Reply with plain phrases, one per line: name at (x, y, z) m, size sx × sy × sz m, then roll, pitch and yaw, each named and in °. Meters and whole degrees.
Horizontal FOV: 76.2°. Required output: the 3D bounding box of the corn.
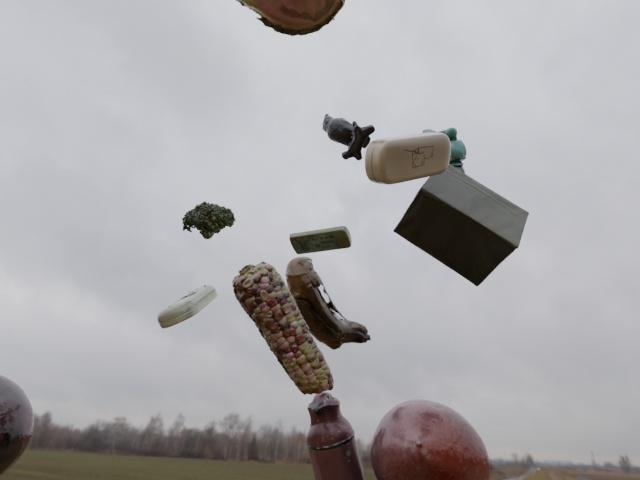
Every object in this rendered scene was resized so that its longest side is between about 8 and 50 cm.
corn at (-0.069, 0.168, 0.758) m, size 0.092 × 0.280 × 0.092 m, roll -29°, pitch 3°, yaw 2°

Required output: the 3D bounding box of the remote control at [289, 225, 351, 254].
remote control at (0.000, 0.000, 1.553) m, size 0.233 × 0.038 × 0.098 m, roll -7°, pitch -50°, yaw 20°

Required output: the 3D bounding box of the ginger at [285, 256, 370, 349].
ginger at (0.001, 0.187, 1.090) m, size 0.107 × 0.133 × 0.309 m, roll -13°, pitch -64°, yaw 48°

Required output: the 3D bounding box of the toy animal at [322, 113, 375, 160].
toy animal at (0.091, -0.359, 1.336) m, size 0.117 × 0.210 × 0.121 m, roll -5°, pitch -50°, yaw -32°

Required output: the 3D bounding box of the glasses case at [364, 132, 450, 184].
glasses case at (0.167, -0.155, 0.763) m, size 0.196 × 0.083 × 0.050 m, roll -17°, pitch 21°, yaw -33°

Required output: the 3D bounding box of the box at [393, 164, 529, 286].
box at (0.319, -0.044, 0.938) m, size 0.231 × 0.155 × 0.149 m, roll 34°, pitch -43°, yaw 8°

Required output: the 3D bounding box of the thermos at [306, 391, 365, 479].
thermos at (0.047, 0.502, 0.915) m, size 0.136 × 0.330 × 0.109 m, roll -9°, pitch -6°, yaw -43°

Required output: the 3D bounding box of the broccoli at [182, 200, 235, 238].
broccoli at (-0.252, -0.044, 0.929) m, size 0.095 × 0.097 × 0.092 m, roll 31°, pitch -40°, yaw 7°

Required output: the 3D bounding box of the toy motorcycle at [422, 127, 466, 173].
toy motorcycle at (0.452, -0.330, 1.521) m, size 0.109 × 0.296 × 0.198 m, roll -9°, pitch -59°, yaw -13°

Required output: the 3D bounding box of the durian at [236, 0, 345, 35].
durian at (-0.042, -0.600, 0.989) m, size 0.305 × 0.186 × 0.195 m, roll -21°, pitch -44°, yaw 27°

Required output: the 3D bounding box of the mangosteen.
mangosteen at (-0.725, 0.395, 0.832) m, size 0.235 × 0.235 × 0.261 m, roll 16°, pitch -37°, yaw -23°

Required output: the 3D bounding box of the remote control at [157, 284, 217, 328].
remote control at (-0.278, 0.135, 0.866) m, size 0.078 × 0.042 × 0.221 m, roll -24°, pitch 5°, yaw 2°

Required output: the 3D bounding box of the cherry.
cherry at (0.215, 0.415, 0.815) m, size 0.239 × 0.206 × 0.239 m, roll 15°, pitch -57°, yaw 25°
